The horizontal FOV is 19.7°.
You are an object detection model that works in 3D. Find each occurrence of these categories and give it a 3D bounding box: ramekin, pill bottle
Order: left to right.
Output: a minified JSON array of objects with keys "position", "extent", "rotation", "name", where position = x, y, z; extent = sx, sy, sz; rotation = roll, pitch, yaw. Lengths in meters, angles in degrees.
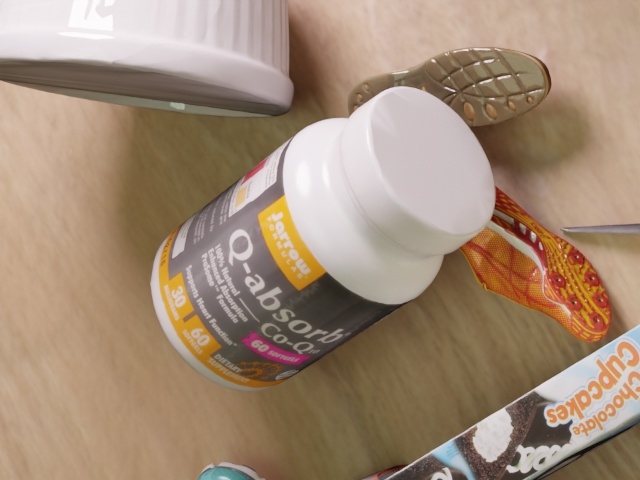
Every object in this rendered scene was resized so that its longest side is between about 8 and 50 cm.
[{"position":[-0.148,-0.185,1.531],"extent":[0.273,0.273,0.127],"rotation":[5,86,30],"name":"ramekin"},{"position":[0.000,0.000,1.488],"extent":[0.278,0.162,0.162],"rotation":[-36,77,41],"name":"pill bottle"}]

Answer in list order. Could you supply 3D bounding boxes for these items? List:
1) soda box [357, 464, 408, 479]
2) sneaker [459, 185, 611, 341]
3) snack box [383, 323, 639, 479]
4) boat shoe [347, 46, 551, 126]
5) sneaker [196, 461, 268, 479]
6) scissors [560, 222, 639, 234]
[{"position":[0.069,0.287,1.566],"extent":[0.063,0.058,0.183],"rotation":[-25,82,31],"name":"soda box"},{"position":[0.165,0.024,1.485],"extent":[0.175,0.064,0.067],"rotation":[46,131,26],"name":"sneaker"},{"position":[0.200,0.127,1.394],"extent":[0.322,0.187,0.060],"rotation":[-36,78,29],"name":"snack box"},{"position":[0.109,-0.123,1.491],"extent":[0.178,0.060,0.064],"rotation":[-8,99,34],"name":"boat shoe"},{"position":[-0.070,0.333,1.624],"extent":[0.107,0.110,0.275],"rotation":[-6,92,31],"name":"sneaker"},{"position":[0.318,-0.013,1.395],"extent":[0.297,0.109,0.021],"rotation":[10,131,52],"name":"scissors"}]
